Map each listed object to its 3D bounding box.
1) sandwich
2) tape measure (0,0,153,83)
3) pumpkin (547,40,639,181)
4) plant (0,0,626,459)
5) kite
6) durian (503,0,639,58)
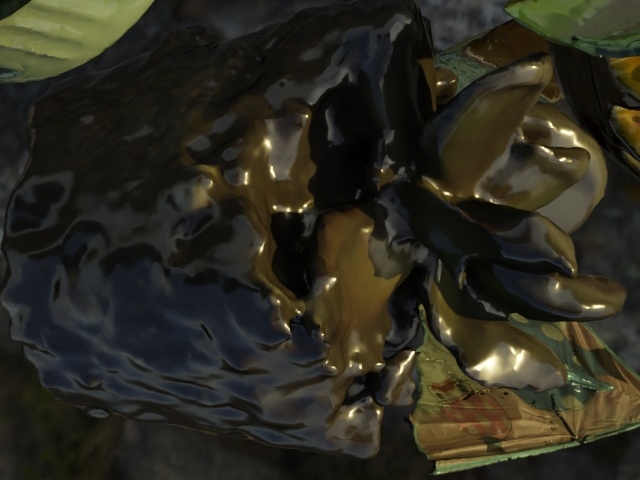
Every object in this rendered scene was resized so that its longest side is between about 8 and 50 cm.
[{"bbox_3d":[0.200,-0.171,1.736,0.090,0.244,0.088,-16,100,50],"label":"sandwich"},{"bbox_3d":[-0.099,-0.111,0.421,0.207,0.115,0.235,33,105,32],"label":"tape measure"},{"bbox_3d":[0.171,-0.101,1.088,0.149,0.130,0.254,18,176,29],"label":"pumpkin"},{"bbox_3d":[0.000,0.000,0.892,0.276,0.188,0.199,-5,147,15],"label":"plant"},{"bbox_3d":[0.082,0.045,1.150,0.314,0.335,0.011,25,118,-9],"label":"kite"},{"bbox_3d":[0.269,-0.130,0.772,0.355,0.169,0.157,-8,128,39],"label":"durian"}]
